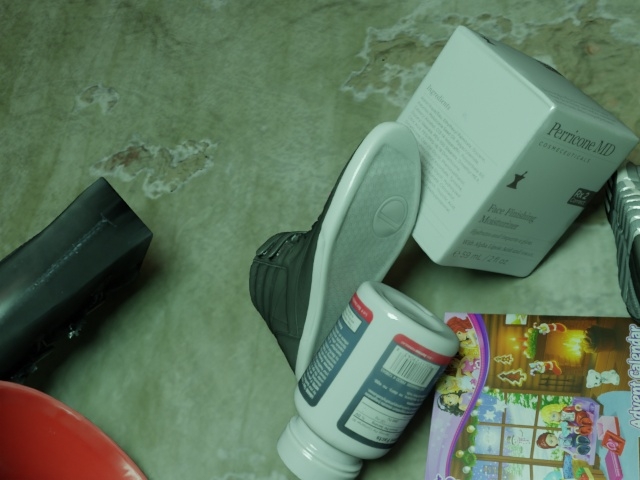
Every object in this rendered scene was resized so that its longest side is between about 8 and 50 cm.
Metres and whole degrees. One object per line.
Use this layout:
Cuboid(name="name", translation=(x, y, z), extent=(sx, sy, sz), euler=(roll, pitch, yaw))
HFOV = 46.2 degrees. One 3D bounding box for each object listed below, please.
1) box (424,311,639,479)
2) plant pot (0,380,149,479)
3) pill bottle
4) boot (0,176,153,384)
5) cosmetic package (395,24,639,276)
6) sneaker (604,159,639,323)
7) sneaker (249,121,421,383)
Cuboid(name="box", translation=(0.194, 0.204, 0.649), extent=(0.201, 0.057, 0.293), euler=(-1, 57, 21))
Cuboid(name="plant pot", translation=(-0.300, 0.301, 0.661), extent=(0.243, 0.275, 0.275), euler=(-44, 52, 3))
Cuboid(name="pill bottle", translation=(0.038, 0.138, 0.699), extent=(0.108, 0.108, 0.180), euler=(40, 102, 37))
Cuboid(name="boot", translation=(-0.417, 0.133, 0.862), extent=(0.367, 0.146, 0.445), euler=(-14, 32, 55))
Cuboid(name="cosmetic package", translation=(0.174, -0.084, 0.751), extent=(0.183, 0.151, 0.151), euler=(-57, 46, 27))
Cuboid(name="sneaker", translation=(0.346, -0.009, 0.698), extent=(0.132, 0.086, 0.228), euler=(1, 38, 12))
Cuboid(name="sneaker", translation=(0.000, 0.000, 0.757), extent=(0.105, 0.295, 0.147), euler=(-4, 33, -36))
